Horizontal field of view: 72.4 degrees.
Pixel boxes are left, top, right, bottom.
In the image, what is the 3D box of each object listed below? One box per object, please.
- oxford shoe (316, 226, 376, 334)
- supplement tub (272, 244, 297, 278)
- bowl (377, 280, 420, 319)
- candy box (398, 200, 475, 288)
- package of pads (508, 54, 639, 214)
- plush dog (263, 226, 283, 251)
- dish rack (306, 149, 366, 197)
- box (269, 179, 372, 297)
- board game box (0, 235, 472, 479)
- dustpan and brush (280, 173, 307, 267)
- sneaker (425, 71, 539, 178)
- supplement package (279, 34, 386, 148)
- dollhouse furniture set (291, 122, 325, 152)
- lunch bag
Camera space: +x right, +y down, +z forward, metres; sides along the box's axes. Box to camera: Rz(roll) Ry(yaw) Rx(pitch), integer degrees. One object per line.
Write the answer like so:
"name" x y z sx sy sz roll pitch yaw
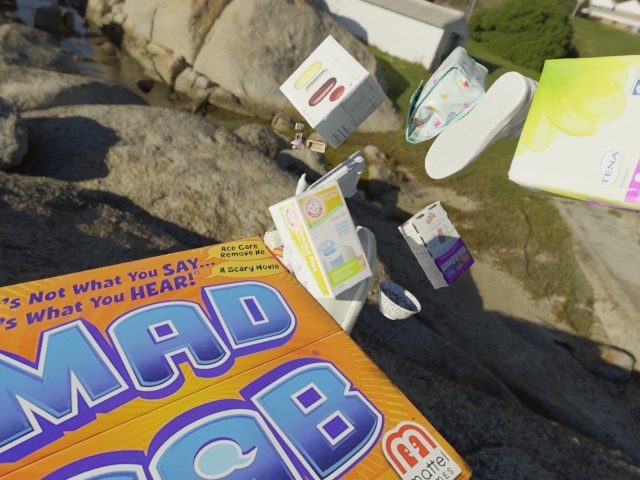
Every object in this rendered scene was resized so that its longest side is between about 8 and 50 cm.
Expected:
"oxford shoe" 0.008 0.148 1.017 0.130 0.169 0.450 32 69 -15
"supplement tub" -0.107 0.090 1.205 0.106 0.106 0.198 25 70 9
"bowl" 0.258 0.224 1.536 0.170 0.080 0.170 26 21 -11
"candy box" 0.371 0.014 1.393 0.159 0.071 0.234 -32 94 -34
"package of pads" 0.470 -0.167 0.698 0.101 0.229 0.296 9 13 -30
"plush dog" -0.173 0.111 1.402 0.262 0.225 0.211 -42 92 -27
"dish rack" 0.060 -0.207 1.833 0.332 0.285 0.072 -38 77 -22
"box" 0.000 0.000 0.867 0.114 0.203 0.103 -25 8 -34
"board game box" -0.153 0.265 0.446 0.356 0.357 0.356 -13 44 -40
"dustpan and brush" -0.052 -0.055 1.007 0.060 0.147 0.211 25 71 -9
"sneaker" 0.380 -0.230 0.970 0.169 0.292 0.108 -2 63 -33
"supplement package" 0.035 -0.417 1.242 0.194 0.203 0.149 53 14 27
"dollhouse furniture set" -0.042 -0.346 1.520 0.114 0.091 0.081 15 31 9
"lunch bag" 0.375 -0.438 1.363 0.160 0.262 0.223 39 43 -8
